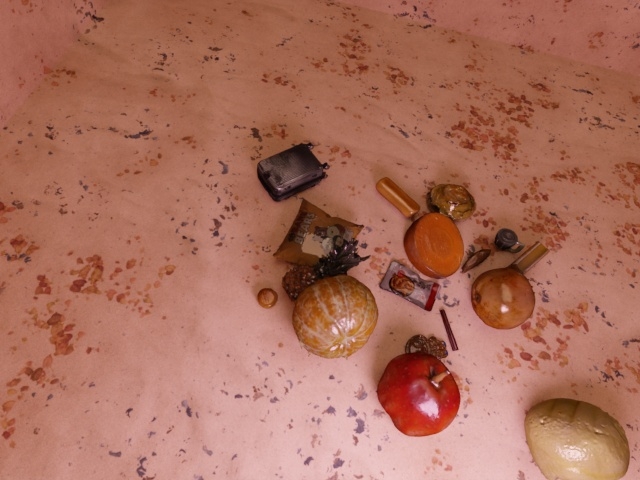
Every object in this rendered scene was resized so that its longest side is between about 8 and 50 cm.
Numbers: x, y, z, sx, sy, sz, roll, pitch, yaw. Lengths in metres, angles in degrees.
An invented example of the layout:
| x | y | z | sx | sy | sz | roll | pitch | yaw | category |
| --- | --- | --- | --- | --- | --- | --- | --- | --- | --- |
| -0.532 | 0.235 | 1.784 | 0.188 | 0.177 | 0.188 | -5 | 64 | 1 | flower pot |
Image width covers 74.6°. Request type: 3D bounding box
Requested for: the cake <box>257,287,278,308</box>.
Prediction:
| x | y | z | sx | sy | sz | roll | pitch | yaw | category |
| --- | --- | --- | --- | --- | --- | --- | --- | --- | --- |
| -0.213 | 0.232 | 1.691 | 0.084 | 0.044 | 0.084 | 3 | 62 | -5 | cake |

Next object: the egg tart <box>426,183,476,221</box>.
| x | y | z | sx | sy | sz | roll | pitch | yaw | category |
| --- | --- | --- | --- | --- | --- | --- | --- | --- | --- |
| 0.636 | -0.196 | 2.021 | 0.240 | 0.106 | 0.241 | 2 | 57 | -3 | egg tart |

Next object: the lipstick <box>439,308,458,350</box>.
| x | y | z | sx | sy | sz | roll | pitch | yaw | category |
| --- | --- | --- | --- | --- | --- | --- | --- | --- | --- |
| 0.529 | 0.366 | 1.731 | 0.027 | 0.027 | 0.177 | -5 | 60 | -11 | lipstick |

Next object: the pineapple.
| x | y | z | sx | sy | sz | roll | pitch | yaw | category |
| --- | --- | --- | --- | --- | --- | --- | --- | --- | --- |
| 0.030 | 0.123 | 1.647 | 0.364 | 0.165 | 0.166 | -28 | 65 | 11 | pineapple |

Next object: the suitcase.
| x | y | z | sx | sy | sz | roll | pitch | yaw | category |
| --- | --- | --- | --- | --- | --- | --- | --- | --- | --- |
| -0.132 | -0.325 | 1.967 | 0.312 | 0.128 | 0.202 | -27 | 68 | -20 | suitcase |

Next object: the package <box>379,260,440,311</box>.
| x | y | z | sx | sy | sz | roll | pitch | yaw | category |
| --- | --- | --- | --- | --- | --- | --- | --- | --- | --- |
| 0.386 | 0.196 | 1.803 | 0.239 | 0.030 | 0.154 | 28 | 59 | 9 | package |

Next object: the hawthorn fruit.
| x | y | z | sx | sy | sz | roll | pitch | yaw | category |
| --- | --- | --- | --- | --- | --- | --- | --- | --- | --- |
| 0.355 | 0.513 | 1.452 | 0.286 | 0.330 | 0.287 | 10 | 51 | -13 | hawthorn fruit |

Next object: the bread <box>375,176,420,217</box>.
| x | y | z | sx | sy | sz | roll | pitch | yaw | category |
| --- | --- | --- | --- | --- | --- | --- | --- | --- | --- |
| 0.365 | -0.200 | 1.998 | 0.239 | 0.074 | 0.092 | 46 | 49 | 15 | bread |

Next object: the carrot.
| x | y | z | sx | sy | sz | roll | pitch | yaw | category |
| --- | --- | --- | --- | --- | --- | --- | --- | --- | --- |
| 0.512 | 0.028 | 1.890 | 0.258 | 0.100 | 0.307 | -3 | 69 | -11 | carrot |

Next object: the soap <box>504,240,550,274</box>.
| x | y | z | sx | sy | sz | roll | pitch | yaw | category |
| --- | --- | --- | --- | --- | --- | --- | --- | --- | --- |
| 0.922 | 0.089 | 1.877 | 0.232 | 0.140 | 0.073 | -32 | 73 | -23 | soap |

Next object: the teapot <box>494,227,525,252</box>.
| x | y | z | sx | sy | sz | roll | pitch | yaw | category |
| --- | --- | --- | --- | --- | --- | --- | --- | --- | --- |
| 0.860 | 0.014 | 1.939 | 0.092 | 0.091 | 0.124 | -25 | 62 | -20 | teapot |

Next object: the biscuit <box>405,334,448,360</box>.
| x | y | z | sx | sy | sz | roll | pitch | yaw | category |
| --- | --- | --- | --- | --- | --- | --- | --- | --- | --- |
| 0.424 | 0.435 | 1.676 | 0.174 | 0.026 | 0.124 | -2 | 62 | -9 | biscuit |

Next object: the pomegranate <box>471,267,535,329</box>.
| x | y | z | sx | sy | sz | roll | pitch | yaw | category |
| --- | --- | --- | --- | --- | --- | --- | --- | --- | --- |
| 0.763 | 0.232 | 1.724 | 0.270 | 0.229 | 0.252 | -3 | 62 | -16 | pomegranate |

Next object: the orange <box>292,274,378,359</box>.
| x | y | z | sx | sy | sz | roll | pitch | yaw | category |
| --- | --- | --- | --- | --- | --- | --- | --- | --- | --- |
| 0.058 | 0.284 | 1.539 | 0.329 | 0.329 | 0.249 | -10 | 41 | -13 | orange |

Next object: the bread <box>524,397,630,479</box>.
| x | y | z | sx | sy | sz | roll | pitch | yaw | category |
| --- | --- | --- | --- | --- | --- | --- | --- | --- | --- |
| 0.871 | 0.682 | 1.443 | 0.320 | 0.320 | 0.238 | -14 | 83 | -15 | bread |

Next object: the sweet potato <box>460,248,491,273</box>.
| x | y | z | sx | sy | sz | roll | pitch | yaw | category |
| --- | --- | --- | --- | --- | --- | --- | --- | --- | --- |
| 0.696 | 0.087 | 1.891 | 0.206 | 0.068 | 0.060 | -37 | 47 | -19 | sweet potato |

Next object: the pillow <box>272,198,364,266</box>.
| x | y | z | sx | sy | sz | roll | pitch | yaw | category |
| --- | --- | --- | --- | --- | --- | --- | --- | --- | --- |
| 0.000 | 0.000 | 1.804 | 0.312 | 0.119 | 0.310 | 24 | 68 | 2 | pillow |
